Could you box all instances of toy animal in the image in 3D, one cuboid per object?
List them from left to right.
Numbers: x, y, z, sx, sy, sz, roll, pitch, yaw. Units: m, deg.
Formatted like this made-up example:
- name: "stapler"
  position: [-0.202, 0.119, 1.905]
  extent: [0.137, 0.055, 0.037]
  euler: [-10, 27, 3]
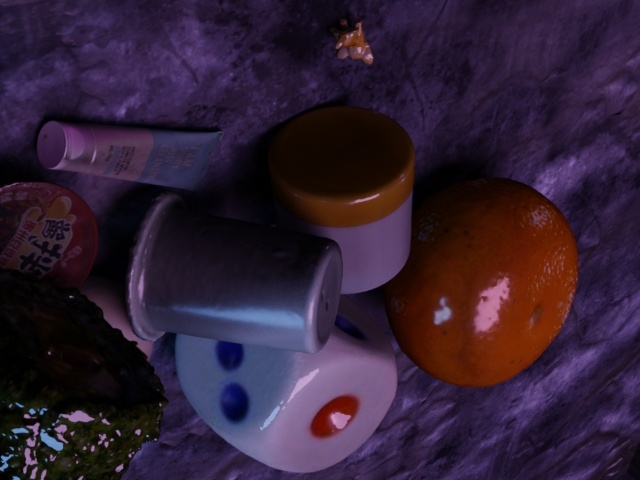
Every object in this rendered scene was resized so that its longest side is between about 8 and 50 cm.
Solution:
- name: "toy animal"
  position: [0.050, -0.314, 1.693]
  extent: [0.083, 0.061, 0.081]
  euler: [75, 26, -48]

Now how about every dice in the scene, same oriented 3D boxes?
- name: "dice"
  position: [-0.061, 0.219, 1.874]
  extent: [0.304, 0.304, 0.277]
  euler: [15, 112, -50]

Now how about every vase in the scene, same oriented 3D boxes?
- name: "vase"
  position: [-0.123, 0.057, 1.616]
  extent: [0.245, 0.291, 0.245]
  euler: [8, 90, -75]

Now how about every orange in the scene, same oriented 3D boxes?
- name: "orange"
  position: [0.308, 0.077, 2.082]
  extent: [0.424, 0.326, 0.423]
  euler: [-21, 124, -35]

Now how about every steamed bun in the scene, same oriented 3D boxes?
- name: "steamed bun"
  position: [-0.367, 0.177, 1.672]
  extent: [0.232, 0.145, 0.231]
  euler: [-26, 139, -25]

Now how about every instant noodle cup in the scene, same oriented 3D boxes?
- name: "instant noodle cup"
  position: [-0.456, 0.011, 1.477]
  extent: [0.274, 0.091, 0.274]
  euler: [-25, 138, -25]

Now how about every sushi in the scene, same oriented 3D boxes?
- name: "sushi"
  position: [-0.364, 0.186, 1.366]
  extent: [0.294, 0.352, 0.178]
  euler: [15, 110, -49]

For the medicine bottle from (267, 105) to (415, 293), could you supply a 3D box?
- name: "medicine bottle"
  position: [0.037, -0.068, 1.759]
  extent: [0.238, 0.238, 0.232]
  euler: [-28, 142, -22]

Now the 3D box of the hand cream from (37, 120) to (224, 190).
- name: "hand cream"
  position: [-0.271, -0.124, 1.554]
  extent: [0.312, 0.070, 0.111]
  euler: [1, 120, -49]
